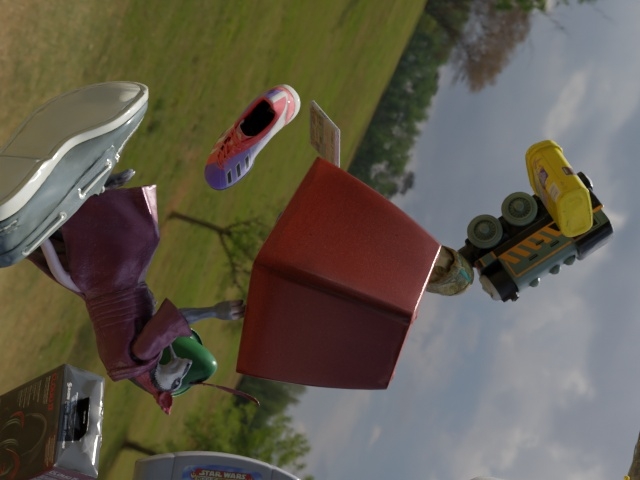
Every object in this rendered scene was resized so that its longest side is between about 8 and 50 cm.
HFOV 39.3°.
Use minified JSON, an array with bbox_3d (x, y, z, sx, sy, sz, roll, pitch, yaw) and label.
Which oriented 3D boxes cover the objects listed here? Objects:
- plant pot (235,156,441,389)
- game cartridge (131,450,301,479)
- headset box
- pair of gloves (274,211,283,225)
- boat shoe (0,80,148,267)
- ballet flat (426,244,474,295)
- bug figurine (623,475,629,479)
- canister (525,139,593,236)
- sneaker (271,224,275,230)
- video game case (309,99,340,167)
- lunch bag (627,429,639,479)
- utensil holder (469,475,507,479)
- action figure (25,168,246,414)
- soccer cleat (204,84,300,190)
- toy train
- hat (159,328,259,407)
[{"bbox_3d":[0.038,0.079,1.391,0.267,0.235,0.267,-61,169,-45],"label":"plant pot"},{"bbox_3d":[-0.183,0.467,1.541,0.062,0.297,0.198,174,-74,-72],"label":"game cartridge"},{"bbox_3d":[-0.555,0.393,1.803,0.293,0.110,0.218,-26,-129,30],"label":"headset box"},{"bbox_3d":[-0.101,0.012,2.382,0.159,0.023,0.198,-57,153,-24],"label":"pair of gloves"},{"bbox_3d":[-0.309,-0.089,1.073,0.319,0.116,0.099,-56,149,-45],"label":"boat shoe"},{"bbox_3d":[0.160,0.034,1.929,0.123,0.348,0.123,-33,129,-51],"label":"ballet flat"},{"bbox_3d":[0.651,0.533,1.673,0.072,0.216,0.279,-86,169,-50],"label":"bug figurine"},{"bbox_3d":[0.472,-0.102,1.770,0.170,0.073,0.126,-105,175,-51],"label":"canister"},{"bbox_3d":[0.000,0.001,1.694,0.270,0.144,0.090,16,-56,65],"label":"sneaker"},{"bbox_3d":[0.006,-0.186,1.605,0.122,0.011,0.087,-125,-153,-48],"label":"video game case"},{"bbox_3d":[0.789,0.587,2.059,0.235,0.168,0.287,-62,147,-32],"label":"lunch bag"},{"bbox_3d":[0.412,0.587,1.492,0.385,0.327,0.328,6,-113,41],"label":"utensil holder"},{"bbox_3d":[-0.299,0.089,1.335,0.248,0.370,0.275,-24,174,41],"label":"action figure"},{"bbox_3d":[-0.178,-0.228,2.024,0.318,0.109,0.116,-43,174,28],"label":"soccer cleat"},{"bbox_3d":[0.464,-0.009,1.927,0.333,0.190,0.142,-33,156,2],"label":"toy train"},{"bbox_3d":[-0.273,0.310,2.152,0.208,0.183,0.173,0,98,-54],"label":"hat"}]
